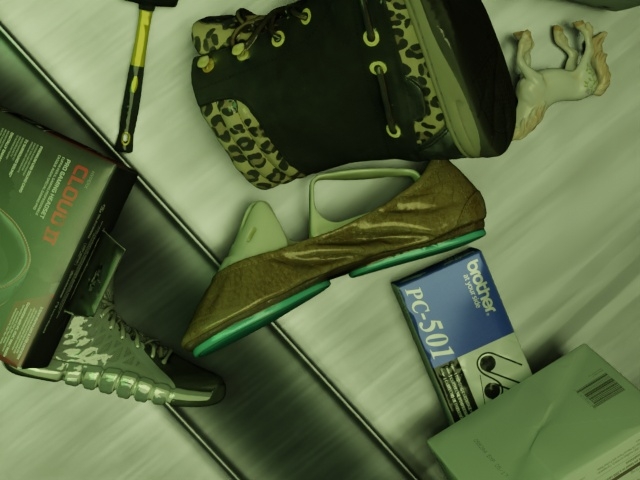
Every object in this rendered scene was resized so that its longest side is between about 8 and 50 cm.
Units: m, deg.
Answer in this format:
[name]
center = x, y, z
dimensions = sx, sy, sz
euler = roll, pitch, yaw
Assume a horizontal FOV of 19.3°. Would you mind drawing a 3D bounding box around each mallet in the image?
[mallet]
center = -0.192, -0.185, 1.890
dimensions = 0.062, 0.039, 0.189
euler = 16, 96, -10

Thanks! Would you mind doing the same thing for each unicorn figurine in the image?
[unicorn figurine]
center = 0.229, -0.163, 1.934
dimensions = 0.162, 0.060, 0.111
euler = -10, 96, -7

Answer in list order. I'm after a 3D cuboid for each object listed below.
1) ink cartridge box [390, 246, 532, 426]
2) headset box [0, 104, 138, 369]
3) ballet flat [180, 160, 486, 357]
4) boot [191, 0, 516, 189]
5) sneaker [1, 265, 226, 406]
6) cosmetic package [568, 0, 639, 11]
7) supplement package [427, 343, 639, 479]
[ink cartridge box]
center = 0.158, 0.120, 1.956
dimensions = 0.097, 0.046, 0.207
euler = -24, 97, -6
[headset box]
center = -0.330, -0.021, 1.810
dimensions = 0.293, 0.110, 0.218
euler = 26, 91, 7
[ballet flat]
center = 0.000, 0.000, 1.897
dimensions = 0.342, 0.116, 0.124
euler = -23, 85, -8
[boot]
center = 0.000, -0.226, 1.788
dimensions = 0.284, 0.138, 0.377
euler = -13, 112, 31
[sneaker]
center = -0.197, 0.088, 1.886
dimensions = 0.229, 0.086, 0.132
euler = 12, 91, -8
[cosmetic package]
center = 0.261, -0.437, 1.859
dimensions = 0.217, 0.156, 0.385
euler = 11, 89, -10
[supplement package]
center = 0.273, 0.286, 1.881
dimensions = 0.198, 0.199, 0.262
euler = -31, 113, -5
